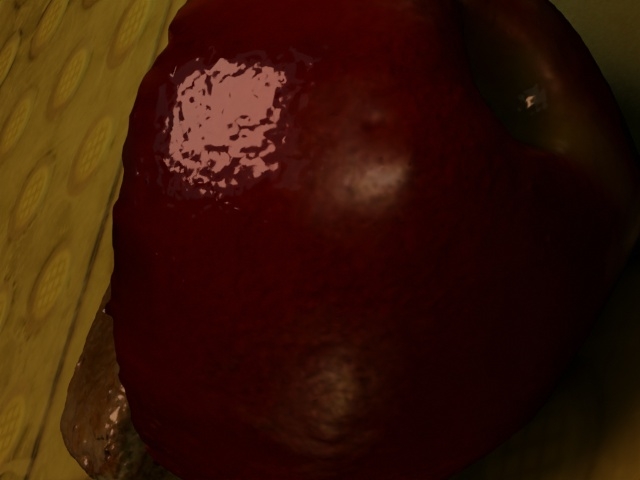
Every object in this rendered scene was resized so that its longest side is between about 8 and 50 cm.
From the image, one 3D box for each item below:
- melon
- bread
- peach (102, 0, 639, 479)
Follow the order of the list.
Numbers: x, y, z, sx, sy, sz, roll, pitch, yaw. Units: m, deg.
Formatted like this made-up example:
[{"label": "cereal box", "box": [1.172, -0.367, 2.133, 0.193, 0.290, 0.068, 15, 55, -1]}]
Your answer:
[{"label": "melon", "box": [0.179, -0.099, 0.930, 0.114, 0.053, 0.261, -39, 33, 10]}, {"label": "bread", "box": [-0.113, 0.093, 1.237, 0.196, 0.102, 0.138, -65, 21, 0]}, {"label": "peach", "box": [0.000, 0.000, 0.898, 0.338, 0.281, 0.281, -38, 35, 44]}]
